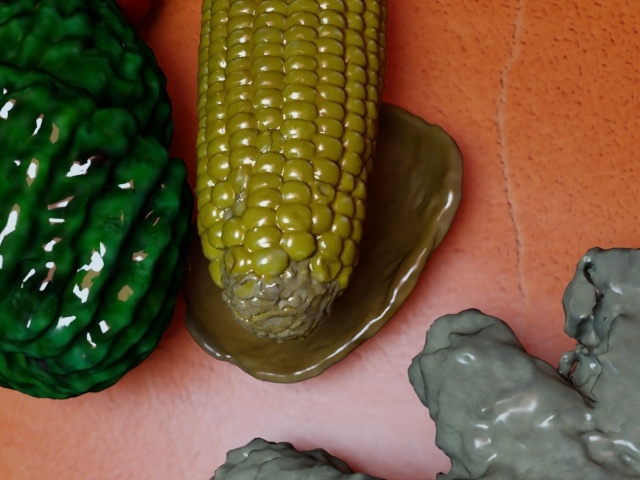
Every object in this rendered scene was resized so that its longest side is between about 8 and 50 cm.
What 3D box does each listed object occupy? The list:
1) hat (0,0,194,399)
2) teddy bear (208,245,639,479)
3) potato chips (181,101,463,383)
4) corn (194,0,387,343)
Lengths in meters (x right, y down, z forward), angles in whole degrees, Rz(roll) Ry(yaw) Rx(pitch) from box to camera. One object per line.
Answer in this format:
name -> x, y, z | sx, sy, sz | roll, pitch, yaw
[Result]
hat -> -0.185, -0.091, 0.699 | 0.274, 0.242, 0.332 | 20, 71, -5
teddy bear -> 0.161, 0.182, 0.635 | 0.367, 0.224, 0.357 | -33, 76, -13
potato chips -> 0.000, 0.000, 0.734 | 0.150, 0.049, 0.202 | 32, 79, 28
corn -> -0.017, -0.095, 0.693 | 0.119, 0.119, 0.322 | -5, 63, 8
